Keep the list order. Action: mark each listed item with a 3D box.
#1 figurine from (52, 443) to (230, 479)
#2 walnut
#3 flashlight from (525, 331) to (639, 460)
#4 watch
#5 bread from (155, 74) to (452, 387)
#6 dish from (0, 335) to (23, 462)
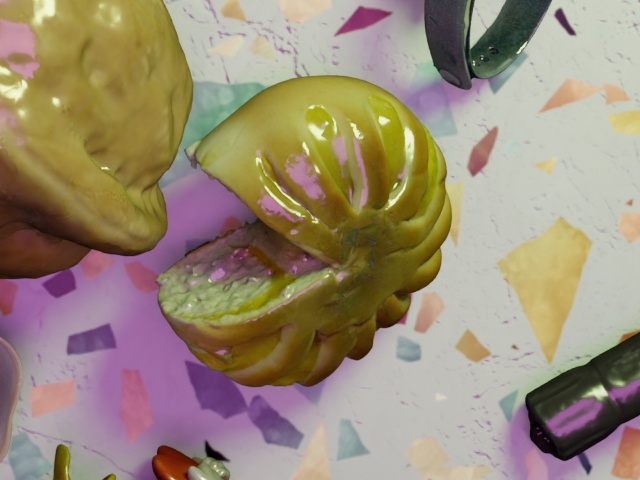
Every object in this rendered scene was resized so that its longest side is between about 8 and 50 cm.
[{"bbox_3d":[-0.165,0.313,1.761,0.421,0.154,0.193,19,91,-7],"label":"figurine"},{"bbox_3d":[-0.302,-0.132,1.572,0.383,0.383,0.383,-1,97,-7],"label":"walnut"},{"bbox_3d":[0.413,0.109,1.834,0.424,0.103,0.103,-31,100,-1],"label":"flashlight"},{"bbox_3d":[0.176,-0.265,1.716,0.068,0.206,0.193,29,74,28],"label":"watch"},{"bbox_3d":[0.000,0.000,1.703,0.333,0.160,0.333,-13,119,-25],"label":"bread"},{"bbox_3d":[-0.415,0.146,1.744,0.229,0.081,0.229,-1,105,-5],"label":"dish"}]
